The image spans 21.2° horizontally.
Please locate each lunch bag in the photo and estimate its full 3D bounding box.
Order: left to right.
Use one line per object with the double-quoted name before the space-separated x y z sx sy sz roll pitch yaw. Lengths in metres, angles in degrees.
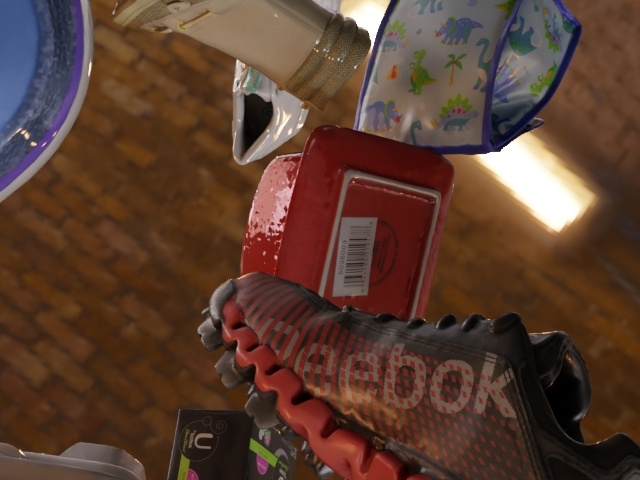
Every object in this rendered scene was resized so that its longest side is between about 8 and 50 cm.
"lunch bag" 0.104 -0.123 1.265 0.096 0.129 0.151 51 -125 -37

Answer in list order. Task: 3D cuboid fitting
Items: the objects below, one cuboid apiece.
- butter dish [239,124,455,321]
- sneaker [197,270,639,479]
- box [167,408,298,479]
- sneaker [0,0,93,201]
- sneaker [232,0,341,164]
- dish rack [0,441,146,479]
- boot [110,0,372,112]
"butter dish" 0.000 0.000 1.210 0.118 0.160 0.160 14 -178 43
"sneaker" 0.055 0.081 0.842 0.276 0.135 0.097 38 175 37
"box" -0.053 0.143 1.048 0.052 0.062 0.083 0 158 19
"sneaker" -0.188 -0.039 0.294 0.323 0.130 0.236 1 -178 -15
"sneaker" -0.038 -0.159 1.429 0.080 0.212 0.094 17 -147 15
"dish rack" -0.188 0.205 1.214 0.286 0.072 0.333 6 158 21
"boot" -0.057 -0.154 1.215 0.165 0.077 0.213 30 172 -12
